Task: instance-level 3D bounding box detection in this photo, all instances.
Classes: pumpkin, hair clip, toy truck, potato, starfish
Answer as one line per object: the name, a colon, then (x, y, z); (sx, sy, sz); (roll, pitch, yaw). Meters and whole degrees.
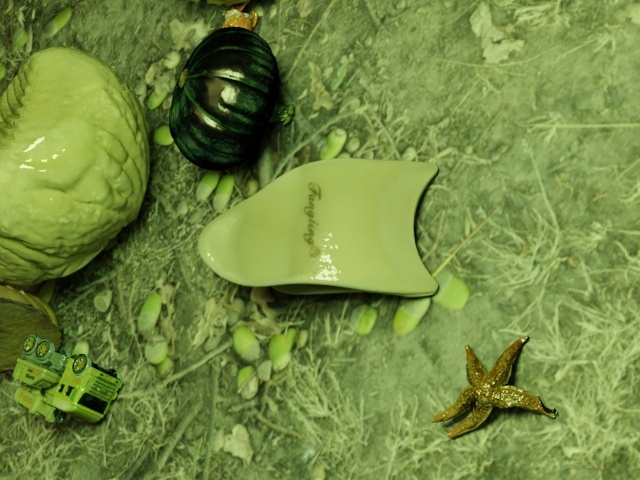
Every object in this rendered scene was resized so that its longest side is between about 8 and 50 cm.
pumpkin: (-0.129, -0.189, 1.589); (0.194, 0.150, 0.194); (-24, 45, 27)
hair clip: (-0.005, -0.008, 1.432); (0.282, 0.113, 0.173); (-12, 62, 32)
toy truck: (-0.356, 0.198, 1.626); (0.169, 0.077, 0.100); (15, 76, 39)
potato: (-0.423, 0.100, 1.685); (0.172, 0.100, 0.089); (101, 156, -46)
starfish: (0.188, 0.157, 1.254); (0.130, 0.041, 0.133); (16, 80, 40)

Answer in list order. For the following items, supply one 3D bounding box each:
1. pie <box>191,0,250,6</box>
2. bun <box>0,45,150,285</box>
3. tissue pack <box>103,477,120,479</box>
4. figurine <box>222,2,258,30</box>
pie: (-0.095, -0.474, 1.714); (0.354, 0.103, 0.288); (-21, 51, 15)
bun: (-0.371, -0.088, 1.665); (0.352, 0.227, 0.349); (-58, 22, 6)
tissue pack: (-0.288, 0.344, 1.532); (0.083, 0.035, 0.063); (-16, 60, 31)
figurine: (-0.117, -0.333, 1.719); (0.064, 0.047, 0.109); (-31, 44, 31)
